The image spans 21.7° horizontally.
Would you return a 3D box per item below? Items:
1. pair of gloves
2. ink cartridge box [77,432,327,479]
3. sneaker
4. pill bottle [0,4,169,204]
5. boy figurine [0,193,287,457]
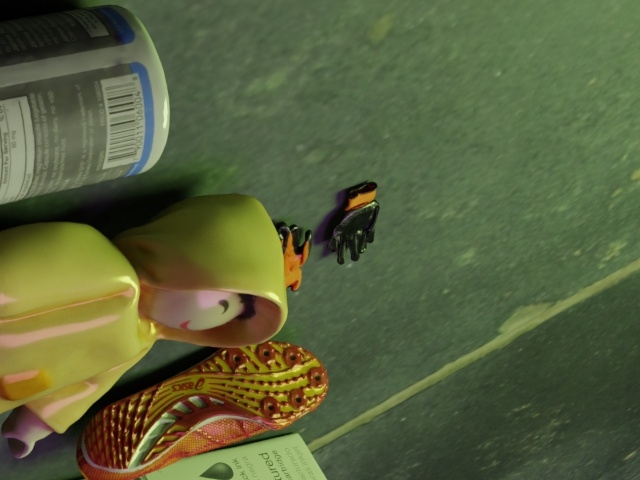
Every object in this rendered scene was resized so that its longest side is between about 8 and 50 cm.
[{"bbox_3d":[0.000,0.000,1.021,0.083,0.010,0.074,-26,150,-17],"label":"pair of gloves"},{"bbox_3d":[-0.095,0.261,1.140,0.273,0.198,0.115,-7,143,-40],"label":"ink cartridge box"},{"bbox_3d":[-0.078,0.108,1.079,0.175,0.064,0.067,-15,168,-21],"label":"sneaker"},{"bbox_3d":[-0.141,-0.054,0.716,0.137,0.078,0.078,-14,147,-31],"label":"pill bottle"},{"bbox_3d":[-0.151,0.059,0.879,0.285,0.092,0.177,-20,147,-16],"label":"boy figurine"}]
